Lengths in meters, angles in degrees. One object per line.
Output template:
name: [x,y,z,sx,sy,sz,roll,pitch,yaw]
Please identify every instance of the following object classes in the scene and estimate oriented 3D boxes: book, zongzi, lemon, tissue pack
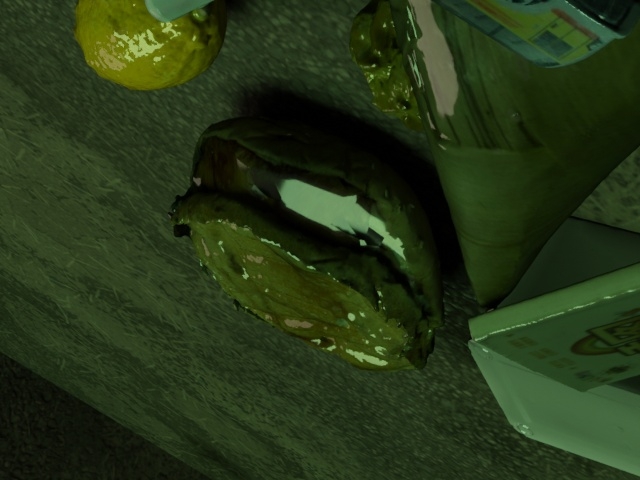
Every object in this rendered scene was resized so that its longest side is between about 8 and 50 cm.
book: [0.262,0.030,0.909,0.295,0.020,0.208,-20,157,23]
zongzi: [0.206,-0.114,0.685,0.447,0.181,0.418,11,126,41]
lemon: [-0.134,-0.178,1.195,0.155,0.114,0.114,-6,136,51]
tissue pack: [0.266,0.099,1.186,0.246,0.136,0.159,16,153,35]

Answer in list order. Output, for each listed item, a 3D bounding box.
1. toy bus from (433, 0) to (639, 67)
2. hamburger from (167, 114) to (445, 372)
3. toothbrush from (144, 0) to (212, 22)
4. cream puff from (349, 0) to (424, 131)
toy bus: [0.041,-0.139,0.596,0.190,0.064,0.075,31,158,-8]
hamburger: [-0.002,0.000,1.359,0.266,0.134,0.285,19,160,16]
toothbrush: [0.015,-0.155,0.687,0.342,0.025,0.030,-15,103,51]
cream puff: [0.097,-0.126,0.955,0.121,0.156,0.156,41,169,46]
